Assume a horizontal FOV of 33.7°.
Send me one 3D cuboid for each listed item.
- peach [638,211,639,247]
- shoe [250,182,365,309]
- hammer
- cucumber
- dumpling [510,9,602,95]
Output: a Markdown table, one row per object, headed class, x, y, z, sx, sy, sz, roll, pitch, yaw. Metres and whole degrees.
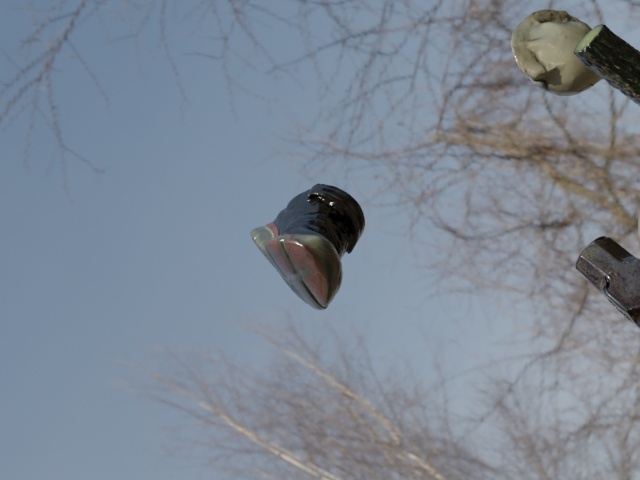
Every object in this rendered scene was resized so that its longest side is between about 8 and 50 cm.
| class | x | y | z | sx | sy | sz | roll | pitch | yaw |
| --- | --- | --- | --- | --- | --- | --- | --- | --- | --- |
| peach | 0.618 | -0.025 | 1.642 | 0.292 | 0.247 | 0.292 | 0 | -90 | -82 |
| shoe | 0.000 | 0.000 | 1.357 | 0.137 | 0.291 | 0.114 | -39 | -77 | -4 |
| hammer | 0.663 | -0.014 | 1.840 | 0.409 | 0.242 | 0.095 | -46 | -38 | 0 |
| cucumber | 0.497 | -0.205 | 1.521 | 0.067 | 0.293 | 0.067 | -55 | 4 | 5 |
| dumpling | 0.407 | -0.320 | 1.775 | 0.092 | 0.176 | 0.150 | 40 | -138 | -83 |
